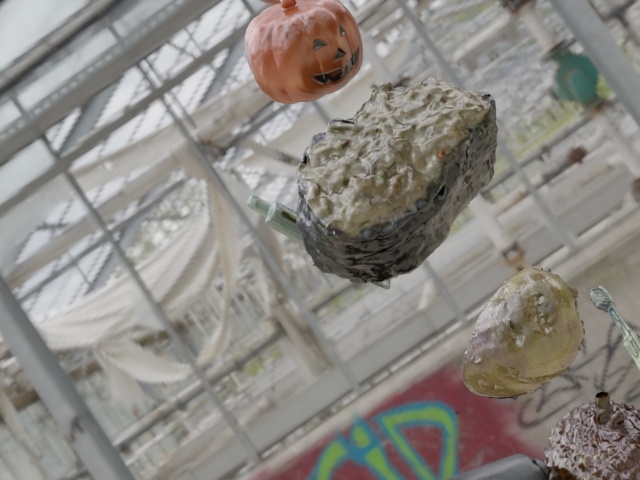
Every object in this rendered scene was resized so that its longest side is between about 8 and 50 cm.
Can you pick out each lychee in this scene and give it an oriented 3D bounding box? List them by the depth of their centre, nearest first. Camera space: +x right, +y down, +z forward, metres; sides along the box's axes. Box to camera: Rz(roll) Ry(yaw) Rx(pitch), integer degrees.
[{"bbox_3d":[0.392,0.309,1.386,0.200,0.238,0.200,-15,23,6],"label":"lychee"}]

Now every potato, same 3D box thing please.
[{"bbox_3d":[0.214,0.116,1.140,0.089,0.100,0.172,13,-70,-45],"label":"potato"}]

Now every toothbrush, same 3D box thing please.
[{"bbox_3d":[0.441,0.158,1.444,0.028,0.294,0.026,11,-57,-22],"label":"toothbrush"}]

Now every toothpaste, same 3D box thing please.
[{"bbox_3d":[0.000,0.000,1.587,0.037,0.255,0.067,-54,15,28],"label":"toothpaste"}]

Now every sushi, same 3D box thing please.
[{"bbox_3d":[0.110,-0.097,1.472,0.350,0.211,0.171,-39,-42,-24],"label":"sushi"}]

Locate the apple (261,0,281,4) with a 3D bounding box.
[{"bbox_3d":[-0.074,-0.597,2.077,0.216,0.261,0.260,-24,-1,12],"label":"apple"}]

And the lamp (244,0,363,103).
[{"bbox_3d":[-0.029,-0.309,1.622,0.187,0.164,0.188,-14,29,8],"label":"lamp"}]

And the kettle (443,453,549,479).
[{"bbox_3d":[0.131,0.453,1.363,0.376,0.250,0.361,-21,-52,-19],"label":"kettle"}]
